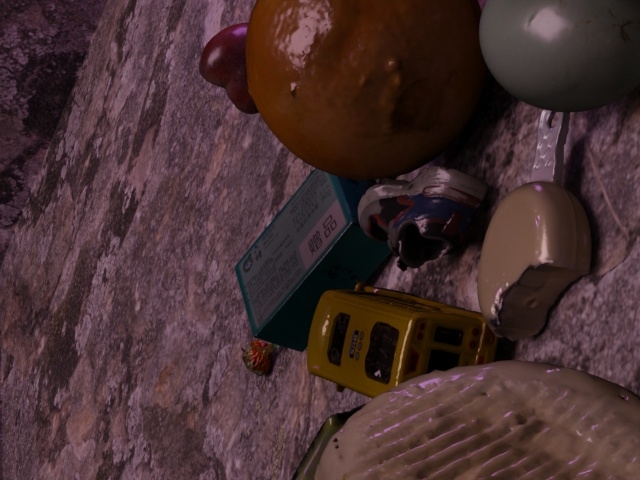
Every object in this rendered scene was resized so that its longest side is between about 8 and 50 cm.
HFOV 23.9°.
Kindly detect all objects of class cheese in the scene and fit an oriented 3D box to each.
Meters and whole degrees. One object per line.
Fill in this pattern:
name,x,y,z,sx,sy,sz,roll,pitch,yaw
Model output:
cheese,0.235,-0.023,1.693,0.163,0.071,0.249,-41,42,53

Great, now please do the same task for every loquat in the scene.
loquat,0.057,-0.237,1.920,0.328,0.328,0.328,-45,39,52

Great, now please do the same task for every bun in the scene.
bun,0.176,0.271,1.363,0.360,0.359,0.211,-110,11,-53

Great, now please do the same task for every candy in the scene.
candy,-0.065,0.158,2.346,0.184,0.049,0.055,-39,73,47

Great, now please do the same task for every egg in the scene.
egg,0.264,-0.220,1.610,0.231,0.168,0.168,26,101,63

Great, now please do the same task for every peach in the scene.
peach,-0.127,-0.308,2.619,0.152,0.152,0.152,-45,39,52

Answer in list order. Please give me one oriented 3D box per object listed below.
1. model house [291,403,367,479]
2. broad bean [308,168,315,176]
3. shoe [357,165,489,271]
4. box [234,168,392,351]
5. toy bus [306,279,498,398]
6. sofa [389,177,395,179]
model house,0.041,0.329,1.916,0.211,0.170,0.194,-59,-4,-49
broad bean,-0.001,0.001,2.268,0.060,0.043,0.297,-46,37,32
shoe,0.124,-0.012,1.908,0.227,0.099,0.125,-24,53,57
box,-0.009,0.019,2.145,0.245,0.092,0.153,-50,39,29
toy bus,0.088,0.130,1.849,0.331,0.151,0.145,-170,91,-67
sofa,0.079,-0.132,2.160,0.060,0.039,0.118,-70,23,13
